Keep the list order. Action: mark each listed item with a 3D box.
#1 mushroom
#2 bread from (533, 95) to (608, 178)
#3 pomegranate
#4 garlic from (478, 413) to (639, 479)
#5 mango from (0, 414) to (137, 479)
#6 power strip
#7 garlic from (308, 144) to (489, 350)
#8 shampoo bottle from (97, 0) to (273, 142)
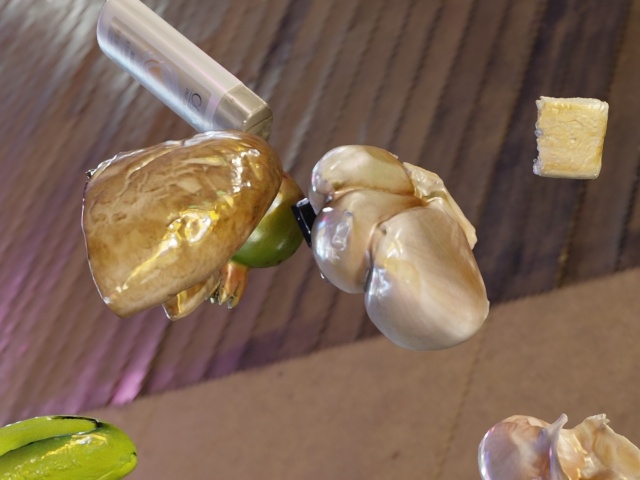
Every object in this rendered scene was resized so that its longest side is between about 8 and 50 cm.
[{"bbox_3d":[-0.106,-0.029,1.303,0.151,0.156,0.285,-25,13,17],"label":"mushroom"},{"bbox_3d":[0.243,-0.100,1.422,0.070,0.083,0.035,0,18,5],"label":"bread"},{"bbox_3d":[-0.101,-0.013,1.898,0.159,0.159,0.205,8,77,60],"label":"pomegranate"},{"bbox_3d":[0.220,0.221,1.294,0.174,0.099,0.124,47,110,32],"label":"garlic"},{"bbox_3d":[-0.242,0.200,1.272,0.165,0.091,0.074,-13,18,-12],"label":"mango"},{"bbox_3d":[0.000,0.000,1.820,0.029,0.111,0.038,-29,15,-16],"label":"power strip"},{"bbox_3d":[0.093,0.011,1.775,0.132,0.279,0.325,-43,-7,25],"label":"garlic"},{"bbox_3d":[-0.148,-0.175,1.574,0.056,0.227,0.086,-36,-26,-31],"label":"shampoo bottle"}]
